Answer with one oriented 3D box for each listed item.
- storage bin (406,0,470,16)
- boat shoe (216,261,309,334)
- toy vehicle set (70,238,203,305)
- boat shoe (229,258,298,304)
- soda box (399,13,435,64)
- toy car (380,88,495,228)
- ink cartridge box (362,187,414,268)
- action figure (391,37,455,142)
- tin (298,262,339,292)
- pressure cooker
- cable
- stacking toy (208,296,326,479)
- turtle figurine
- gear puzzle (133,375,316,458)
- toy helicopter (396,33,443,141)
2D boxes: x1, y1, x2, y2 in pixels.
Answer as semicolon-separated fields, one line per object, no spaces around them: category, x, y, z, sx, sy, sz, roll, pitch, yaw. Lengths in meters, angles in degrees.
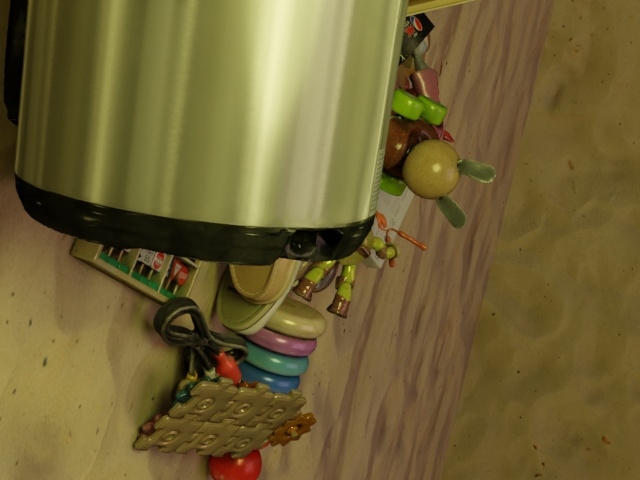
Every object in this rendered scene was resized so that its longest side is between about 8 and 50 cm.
storage bin;0.155;-0.484;1.525;0.123;0.260;0.262;-50;127;-56
boat shoe;-0.066;0.030;1.640;0.302;0.113;0.103;-64;152;-27
toy vehicle set;-0.215;-0.017;1.330;0.267;0.035;0.166;46;62;-67
boat shoe;-0.097;-0.072;1.491;0.110;0.121;0.341;-13;106;-65
soda box;0.122;-0.316;1.603;0.053;0.060;0.169;-33;-169;35
toy car;0.165;-0.108;1.513;0.149;0.188;0.155;0;123;-57
ink cartridge box;0.094;-0.097;2.017;0.224;0.045;0.223;53;53;-39
action figure;0.116;-0.212;1.675;0.370;0.276;0.248;19;112;-42
tin;0.000;0.000;1.857;0.106;0.040;0.190;25;82;-53
pressure cooker;-0.096;-0.213;0.995;0.375;0.370;0.420;1;104;-34
cable;-0.161;0.162;1.483;0.139;0.072;0.287;-28;154;-17
stacking toy;-0.104;0.260;1.711;0.141;0.141;0.330;-6;117;-68
turtle figurine;0.056;0.023;1.795;0.217;0.269;0.087;-65;-157;-8
gear puzzle;-0.118;0.266;1.568;0.175;0.044;0.339;-44;145;21
toy helicopter;0.181;-0.291;1.998;0.235;0.140;0.355;48;43;-46
